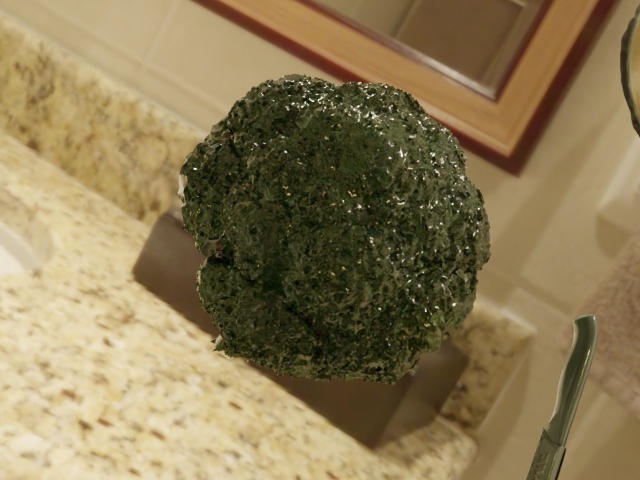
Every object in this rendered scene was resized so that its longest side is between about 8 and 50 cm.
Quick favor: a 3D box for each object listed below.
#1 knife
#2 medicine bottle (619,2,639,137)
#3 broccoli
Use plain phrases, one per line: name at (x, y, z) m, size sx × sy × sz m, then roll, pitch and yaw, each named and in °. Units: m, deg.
knife at (0.195, 0.162, 0.754) m, size 0.015 × 0.210 × 0.028 m, roll 16°, pitch 0°, yaw -44°
medicine bottle at (0.175, -0.062, 0.103) m, size 0.108 × 0.108 × 0.426 m, roll 27°, pitch -5°, yaw -8°
broccoli at (0.000, 0.000, 0.733) m, size 0.270 × 0.270 × 0.270 m, roll 8°, pitch 58°, yaw -13°
